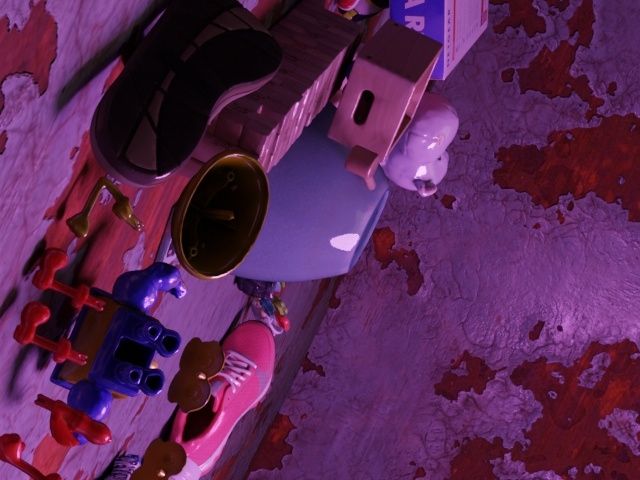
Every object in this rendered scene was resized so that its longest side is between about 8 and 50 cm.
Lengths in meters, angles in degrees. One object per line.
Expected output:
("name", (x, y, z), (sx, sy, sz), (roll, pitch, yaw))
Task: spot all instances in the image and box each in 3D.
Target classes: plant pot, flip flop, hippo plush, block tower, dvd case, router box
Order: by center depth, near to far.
("flip flop", (-0.123, -0.133, 1.021), (0.080, 0.112, 0.277), (-35, -162, 43))
("block tower", (-0.050, -0.178, 1.374), (0.335, 0.097, 0.091), (-57, 171, -49))
("dvd case", (-0.163, -0.022, 1.419), (0.087, 0.013, 0.119), (-68, 173, 26))
("plant pot", (-0.020, -0.056, 1.602), (0.290, 0.195, 0.290), (-62, 173, -13))
("router box", (0.177, -0.435, 1.674), (0.301, 0.082, 0.335), (-51, 143, -59))
("hippo plush", (0.092, -0.154, 1.887), (0.234, 0.237, 0.294), (-56, 169, -50))

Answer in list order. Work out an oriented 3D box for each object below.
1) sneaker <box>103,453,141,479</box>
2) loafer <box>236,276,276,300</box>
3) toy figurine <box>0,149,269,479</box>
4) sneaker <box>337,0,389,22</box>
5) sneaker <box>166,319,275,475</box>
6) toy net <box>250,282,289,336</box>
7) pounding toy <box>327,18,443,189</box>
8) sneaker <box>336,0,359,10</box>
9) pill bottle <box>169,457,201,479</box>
("sneaker", (-0.289, 0.339, 1.676), (0.135, 0.052, 0.058), (-68, 173, -88))
("loafer", (-0.063, 0.006, 1.969), (0.223, 0.078, 0.076), (-61, 173, -26))
("toy figurine", (-0.211, 0.069, 1.124), (0.217, 0.191, 0.362), (-4, -117, 63))
("sneaker", (0.079, -0.390, 1.727), (0.097, 0.084, 0.234), (-34, -167, 33))
("sneaker", (-0.164, 0.262, 2.005), (0.313, 0.116, 0.136), (-60, 170, -27))
("toy net", (-0.081, 0.120, 2.077), (0.045, 0.122, 0.232), (-35, 158, -17))
("pounding toy", (0.057, -0.155, 1.469), (0.206, 0.094, 0.181), (-55, 170, -52))
("sneaker", (0.044, -0.371, 1.571), (0.067, 0.042, 0.118), (-50, 157, -77))
("pill bottle", (-0.269, 0.430, 1.857), (0.180, 0.108, 0.108), (-60, 172, -31))
